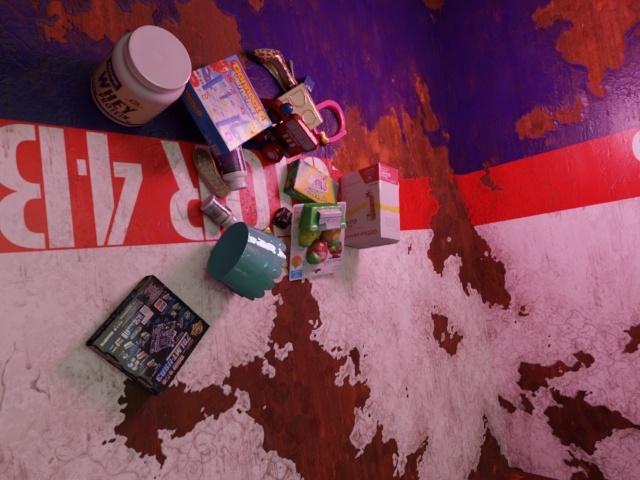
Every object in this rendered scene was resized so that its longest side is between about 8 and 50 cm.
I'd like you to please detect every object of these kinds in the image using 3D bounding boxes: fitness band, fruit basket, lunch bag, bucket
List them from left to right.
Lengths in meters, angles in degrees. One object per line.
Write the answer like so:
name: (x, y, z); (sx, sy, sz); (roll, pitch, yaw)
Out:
bucket: (-0.287, 0.072, 1.659); (0.183, 0.281, 0.281); (34, 60, -36)
lunch bag: (-0.078, -0.787, 2.172); (0.065, 0.067, 0.099); (35, 58, -35)
fruit basket: (0.000, 0.000, 2.008); (0.326, 0.165, 0.353); (-6, 100, -38)
fitness band: (0.036, -0.622, 2.260); (0.291, 0.054, 0.209); (-42, 111, -42)

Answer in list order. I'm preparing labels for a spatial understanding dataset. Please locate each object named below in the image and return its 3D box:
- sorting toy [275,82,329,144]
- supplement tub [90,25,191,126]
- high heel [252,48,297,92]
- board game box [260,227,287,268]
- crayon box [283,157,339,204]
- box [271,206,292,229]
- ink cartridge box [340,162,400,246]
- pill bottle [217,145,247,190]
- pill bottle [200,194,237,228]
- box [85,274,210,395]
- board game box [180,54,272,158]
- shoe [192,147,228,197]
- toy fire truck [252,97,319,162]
sorting toy: (-0.095, -0.580, 2.103); (0.229, 0.041, 0.307); (-39, 112, -20)
supplement tub: (-0.598, -0.540, 1.433); (0.235, 0.324, 0.236); (11, 74, -42)
high heel: (-0.208, -0.790, 2.028); (0.261, 0.093, 0.186); (0, 80, -50)
board game box: (-0.223, 0.040, 1.844); (0.043, 0.092, 0.181); (-36, 107, -42)
crayon box: (-0.040, -0.257, 2.092); (0.278, 0.081, 0.166); (27, 64, -38)
box: (-0.172, -0.101, 1.952); (0.062, 0.052, 0.083); (41, 57, -31)
ink cartridge box: (0.253, -0.167, 2.220); (0.160, 0.279, 0.385); (9, 75, -42)
pill bottle: (-0.362, -0.305, 1.769); (0.108, 0.108, 0.194); (-14, 91, -45)
pill bottle: (-0.402, -0.111, 1.711); (0.137, 0.078, 0.078); (43, 55, -30)
box: (-0.571, 0.320, 1.464); (0.293, 0.073, 0.296); (50, 51, -26)
board game box: (-0.366, -0.524, 1.663); (0.308, 0.086, 0.302); (61, 40, -20)
shoe: (-0.446, -0.266, 1.722); (0.076, 0.058, 0.219); (-33, 101, -22)
toy fire truck: (-0.170, -0.500, 1.892); (0.302, 0.253, 0.169); (51, 51, -24)
